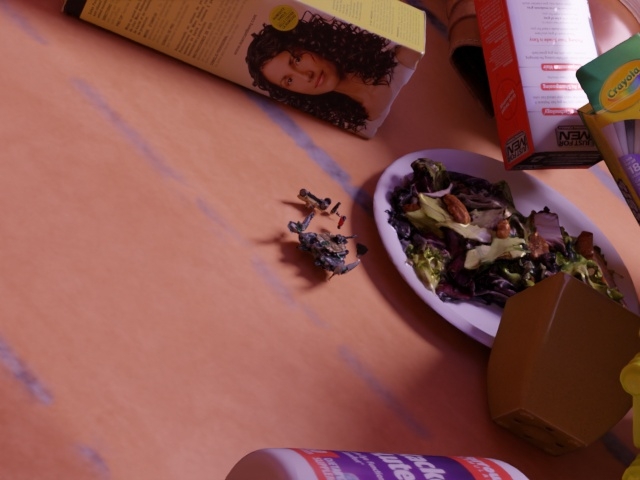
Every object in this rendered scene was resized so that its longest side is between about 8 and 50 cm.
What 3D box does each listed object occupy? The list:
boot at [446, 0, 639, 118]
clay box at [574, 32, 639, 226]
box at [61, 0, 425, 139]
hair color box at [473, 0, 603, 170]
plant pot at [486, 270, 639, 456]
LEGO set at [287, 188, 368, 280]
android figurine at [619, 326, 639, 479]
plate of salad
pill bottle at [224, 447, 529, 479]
[{"bbox_3d":[0.119,-0.188,1.345,0.283,0.109,0.220,36,41,-6],"label":"boot"},{"bbox_3d":[0.267,-0.049,1.178,0.222,0.127,0.053,60,-1,-10],"label":"clay box"},{"bbox_3d":[-0.050,-0.154,1.188,0.232,0.087,0.058,21,38,-12],"label":"box"},{"bbox_3d":[0.154,-0.121,1.220,0.072,0.043,0.141,-2,74,-26],"label":"hair color box"},{"bbox_3d":[0.145,0.081,1.057,0.081,0.081,0.083,31,68,-9],"label":"plant pot"},{"bbox_3d":[0.002,0.000,1.108,0.054,0.023,0.083,29,24,-6],"label":"LEGO set"},{"bbox_3d":[0.243,0.056,1.041,0.056,0.248,0.273,10,29,32],"label":"android figurine"},{"bbox_3d":[0.129,0.003,1.165,0.200,0.048,0.200,19,40,-16],"label":"plate of salad"},{"bbox_3d":[0.050,0.161,0.884,0.193,0.108,0.108,6,44,-30],"label":"pill bottle"}]
